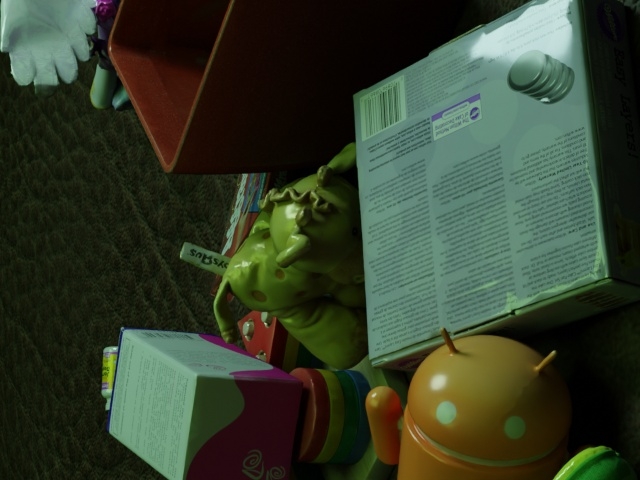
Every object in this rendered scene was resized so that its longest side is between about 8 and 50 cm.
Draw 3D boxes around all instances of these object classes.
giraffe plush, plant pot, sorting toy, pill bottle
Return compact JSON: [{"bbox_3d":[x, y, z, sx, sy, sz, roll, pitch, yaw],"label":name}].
[{"bbox_3d":[0.000,0.000,1.487,0.170,0.210,0.181,132,140,-57],"label":"giraffe plush"},{"bbox_3d":[-0.026,-0.218,1.568,0.267,0.235,0.267,-68,29,25],"label":"plant pot"},{"bbox_3d":[-0.026,0.168,1.653,0.257,0.089,0.255,-113,38,-47],"label":"sorting toy"},{"bbox_3d":[-0.268,0.184,2.215,0.043,0.043,0.083,-22,64,62],"label":"pill bottle"}]

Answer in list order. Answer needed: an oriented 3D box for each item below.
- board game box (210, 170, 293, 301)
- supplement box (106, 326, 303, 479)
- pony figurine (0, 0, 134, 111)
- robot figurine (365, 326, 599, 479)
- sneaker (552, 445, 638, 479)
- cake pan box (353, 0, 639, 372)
[{"bbox_3d":[-0.055,-0.083,1.742,0.281,0.027,0.145,-80,15,-45],"label":"board game box"},{"bbox_3d":[-0.115,0.160,1.608,0.220,0.111,0.114,-164,81,-65],"label":"supplement box"},{"bbox_3d":[-0.252,-0.313,2.064,0.363,0.302,0.351,101,158,-65],"label":"pony figurine"},{"bbox_3d":[0.120,0.164,1.268,0.158,0.128,0.219,44,138,46],"label":"robot figurine"},{"bbox_3d":[0.195,0.293,1.172,0.123,0.109,0.296,6,85,39],"label":"sneaker"},{"bbox_3d":[0.133,-0.041,1.319,0.267,0.070,0.246,-25,59,42],"label":"cake pan box"}]
